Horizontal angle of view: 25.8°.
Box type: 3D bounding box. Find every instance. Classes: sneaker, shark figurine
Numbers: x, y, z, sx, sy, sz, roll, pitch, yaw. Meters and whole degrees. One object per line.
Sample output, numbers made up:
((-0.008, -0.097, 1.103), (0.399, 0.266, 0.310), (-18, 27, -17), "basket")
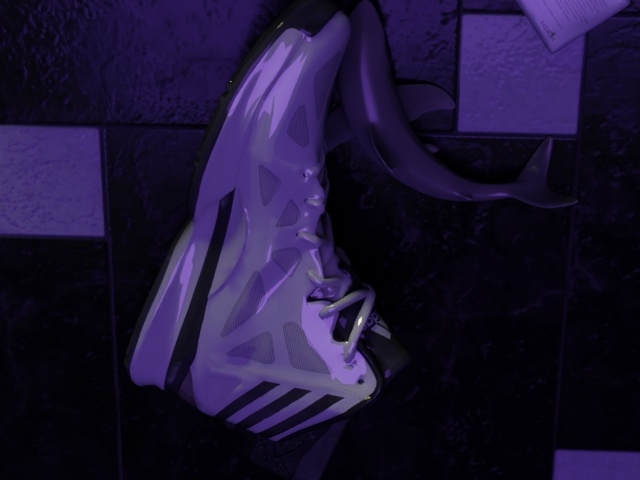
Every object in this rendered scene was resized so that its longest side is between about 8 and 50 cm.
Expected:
((-0.027, 0.152, 1.476), (0.130, 0.087, 0.227), (19, 117, -11), "sneaker")
((0.099, -0.083, 1.363), (0.278, 0.116, 0.166), (37, 111, -9), "shark figurine")
((0.000, 0.000, 1.344), (0.258, 0.169, 0.447), (26, 115, 7), "sneaker")

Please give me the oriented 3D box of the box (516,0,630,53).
((0.220, -0.246, 1.294), (0.087, 0.101, 0.102), (-32, 107, 14), "box")
